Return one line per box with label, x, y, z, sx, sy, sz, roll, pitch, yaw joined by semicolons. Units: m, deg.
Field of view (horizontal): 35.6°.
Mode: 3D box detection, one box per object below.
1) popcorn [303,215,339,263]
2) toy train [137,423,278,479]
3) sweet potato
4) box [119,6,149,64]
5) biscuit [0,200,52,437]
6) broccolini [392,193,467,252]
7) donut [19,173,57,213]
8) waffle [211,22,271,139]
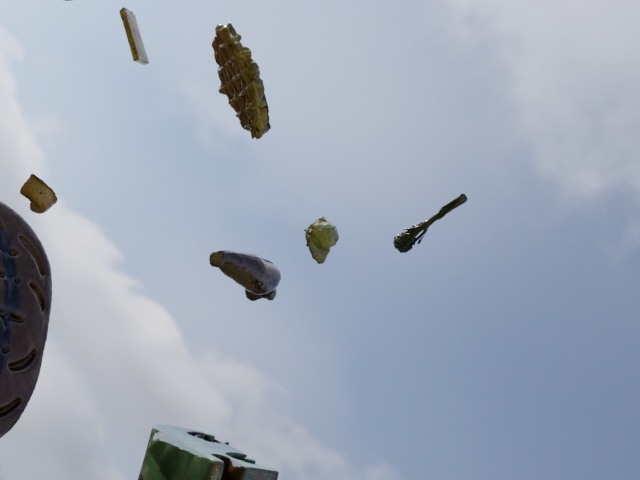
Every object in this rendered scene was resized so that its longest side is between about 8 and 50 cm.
popcorn;-0.001;-0.001;1.793;0.059;0.083;0.068;23;-21;-23
toy train;-0.203;0.399;1.679;0.159;0.129;0.326;20;-6;-32
sweet potato;-0.159;0.079;2.200;0.286;0.112;0.085;29;46;-67
box;-0.500;-0.547;2.671;0.073;0.020;0.149;1;73;-77
biscuit;-0.504;0.096;1.335;0.063;0.367;0.314;-16;-32;37
broccolini;0.164;-0.023;1.471;0.140;0.030;0.035;-35;-75;31
donut;-0.493;-0.075;1.729;0.067;0.038;0.083;40;-27;-20
waffle;-0.181;-0.353;2.195;0.243;0.058;0.238;53;-20;35
